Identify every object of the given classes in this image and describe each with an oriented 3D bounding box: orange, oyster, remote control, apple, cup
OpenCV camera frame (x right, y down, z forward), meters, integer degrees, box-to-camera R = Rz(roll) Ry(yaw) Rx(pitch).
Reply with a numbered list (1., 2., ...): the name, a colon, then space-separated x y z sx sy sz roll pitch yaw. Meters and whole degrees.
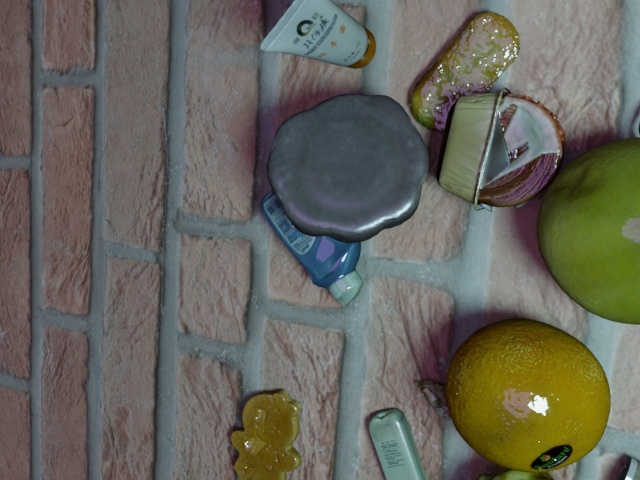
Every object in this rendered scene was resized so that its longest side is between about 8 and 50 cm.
1. orange: 0.357 0.267 1.129 0.274 0.274 0.274 3 97 26
2. oyster: 0.240 0.323 1.327 0.080 0.038 0.083 7 129 50
3. remote control: 0.182 0.508 1.361 0.090 0.038 0.310 -21 87 25
4. apple: 0.484 -0.007 1.024 0.233 0.258 0.295 -23 90 -16
5. cup: 0.576 0.453 1.143 0.099 0.074 0.102 26 106 21

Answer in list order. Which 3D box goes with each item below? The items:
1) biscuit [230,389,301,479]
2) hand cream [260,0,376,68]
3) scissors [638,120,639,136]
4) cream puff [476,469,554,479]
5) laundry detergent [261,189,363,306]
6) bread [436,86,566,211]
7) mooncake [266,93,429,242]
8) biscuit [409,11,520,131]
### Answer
1. biscuit: -0.122 0.460 1.505 0.184 0.035 0.249 13 100 23
2. hand cream: 0.010 -0.390 1.197 0.089 0.314 0.140 50 116 16
3. scissors: 0.581 -0.290 1.082 0.109 0.022 0.300 -6 86 22
4. cream puff: 0.392 0.572 1.144 0.291 0.257 0.325 24 96 67
5. laundry detergent: 0.000 0.000 1.371 0.143 0.094 0.290 -34 83 15
6. bread: 0.326 -0.159 1.164 0.211 0.142 0.224 16 102 27
7. mooncake: 0.054 -0.135 1.250 0.306 0.154 0.306 -1 83 5
8. biscuit: 0.272 -0.318 1.236 0.118 0.029 0.247 45 112 8
